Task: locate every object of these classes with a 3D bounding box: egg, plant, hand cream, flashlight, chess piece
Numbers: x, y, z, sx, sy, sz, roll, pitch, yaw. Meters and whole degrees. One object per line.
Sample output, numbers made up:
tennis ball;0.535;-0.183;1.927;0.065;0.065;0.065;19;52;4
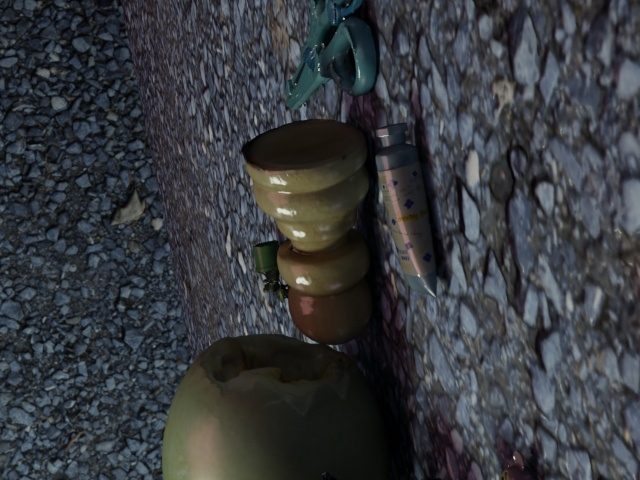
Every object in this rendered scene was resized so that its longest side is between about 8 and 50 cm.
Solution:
egg;-0.055;0.288;1.383;0.278;0.278;0.336;-127;36;-61
plant;-0.077;0.053;1.795;0.051;0.051;0.102;-164;60;-75
hand cream;0.085;-0.029;1.101;0.065;0.043;0.171;-162;61;-74
flashlight;0.175;0.236;0.952;0.052;0.031;0.110;109;148;-62
chess piece;0.000;0.000;1.310;0.143;0.142;0.261;-124;21;-59

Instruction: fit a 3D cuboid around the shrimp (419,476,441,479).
shrimp;0.124;0.423;1.067;0.221;0.166;0.411;-50;-27;-65

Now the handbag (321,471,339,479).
handbag;0.058;0.369;1.209;0.162;0.113;0.260;23;138;43

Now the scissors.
scissors;-0.001;-0.226;1.328;0.393;0.032;0.180;144;115;-75
